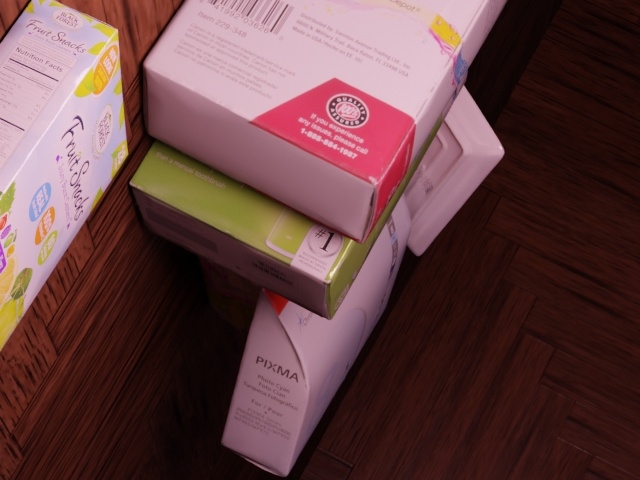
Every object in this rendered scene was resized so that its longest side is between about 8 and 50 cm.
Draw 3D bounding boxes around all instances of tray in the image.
[{"bbox_3d":[0.111,-0.091,2.147,0.030,0.145,0.270,-25,165,-28],"label":"tray"}]

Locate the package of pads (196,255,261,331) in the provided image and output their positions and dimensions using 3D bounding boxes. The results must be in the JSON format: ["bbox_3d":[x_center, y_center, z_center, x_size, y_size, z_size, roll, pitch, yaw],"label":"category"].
[{"bbox_3d":[-0.044,-0.027,2.127,0.229,0.101,0.296,-61,170,-15],"label":"package of pads"}]

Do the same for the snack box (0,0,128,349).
[{"bbox_3d":[-0.211,-0.036,1.297,0.207,0.070,0.174,-61,170,-24],"label":"snack box"}]

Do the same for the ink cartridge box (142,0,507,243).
[{"bbox_3d":[0.016,-0.185,1.645,0.306,0.226,0.131,-58,170,-25],"label":"ink cartridge box"}]

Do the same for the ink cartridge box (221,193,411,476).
[{"bbox_3d":[0.024,0.021,2.044,0.308,0.091,0.385,-56,168,-46],"label":"ink cartridge box"}]

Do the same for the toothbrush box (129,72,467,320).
[{"bbox_3d":[-0.015,-0.104,1.760,0.283,0.206,0.122,-60,169,-17],"label":"toothbrush box"}]
